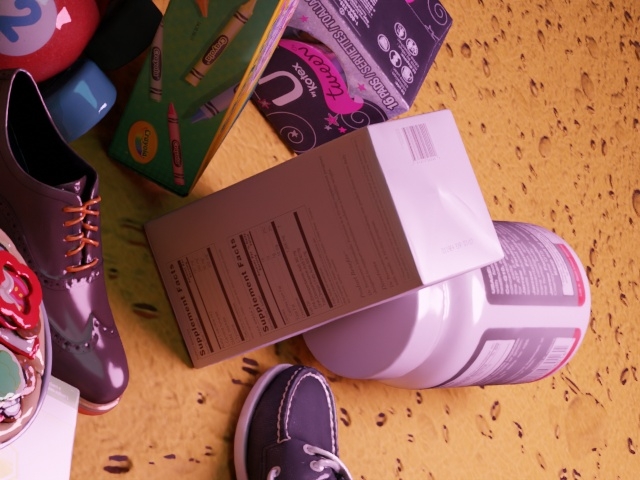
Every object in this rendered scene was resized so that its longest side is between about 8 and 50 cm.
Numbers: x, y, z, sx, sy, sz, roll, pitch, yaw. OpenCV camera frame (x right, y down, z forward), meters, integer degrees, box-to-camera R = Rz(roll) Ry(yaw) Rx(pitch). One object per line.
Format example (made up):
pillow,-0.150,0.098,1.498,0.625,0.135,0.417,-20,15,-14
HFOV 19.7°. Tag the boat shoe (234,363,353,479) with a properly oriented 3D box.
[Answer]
boat shoe,-0.014,0.227,1.509,0.114,0.091,0.302,36,46,-37

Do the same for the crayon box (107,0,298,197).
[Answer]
crayon box,-0.071,-0.188,1.505,0.081,0.278,0.165,29,42,-1

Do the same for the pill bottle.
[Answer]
pill bottle,0.115,0.057,1.714,0.283,0.161,0.161,4,69,-52

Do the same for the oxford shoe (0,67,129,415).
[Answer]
oxford shoe,-0.204,0.002,1.375,0.097,0.098,0.271,-33,99,-55

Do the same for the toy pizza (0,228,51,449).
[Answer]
toy pizza,-0.253,0.048,1.254,0.201,0.032,0.201,33,44,-39

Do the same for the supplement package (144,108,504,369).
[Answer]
supplement package,0.000,0.000,1.519,0.139,0.244,0.134,-16,85,-56

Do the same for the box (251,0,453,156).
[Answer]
box,-0.018,-0.229,1.715,0.247,0.142,0.163,51,39,-20

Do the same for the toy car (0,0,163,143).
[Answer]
toy car,-0.174,-0.234,1.425,0.219,0.238,0.210,50,38,-22

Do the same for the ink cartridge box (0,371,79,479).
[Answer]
ink cartridge box,-0.253,0.180,1.253,0.171,0.056,0.235,34,45,-39
